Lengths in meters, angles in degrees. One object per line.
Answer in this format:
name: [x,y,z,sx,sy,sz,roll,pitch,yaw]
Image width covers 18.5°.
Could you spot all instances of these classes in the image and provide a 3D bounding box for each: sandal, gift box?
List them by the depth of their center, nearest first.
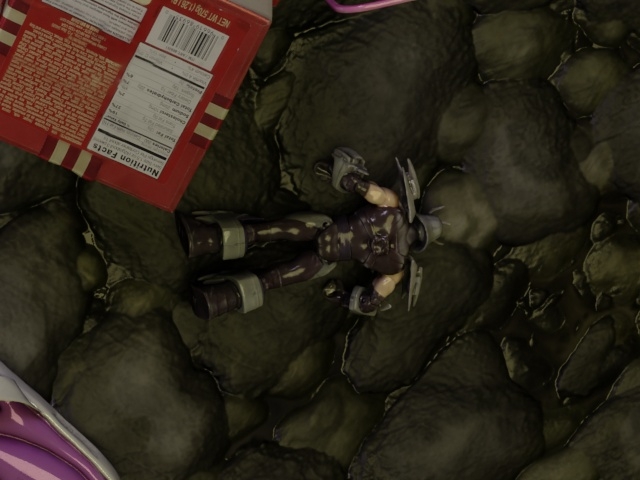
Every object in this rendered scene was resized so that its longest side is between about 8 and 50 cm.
gift box: [-0.166,-0.220,1.840,0.255,0.258,0.276,28,114,-16]
sandal: [-0.372,0.190,2.010,0.416,0.102,0.169,31,98,-19]

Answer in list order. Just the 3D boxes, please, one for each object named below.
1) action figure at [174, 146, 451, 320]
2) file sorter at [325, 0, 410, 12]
action figure: [0.000,0.000,2.038,0.285,0.099,0.185,-9,101,-13]
file sorter: [0.069,-0.383,1.884,0.202,0.182,0.291,-14,109,-7]
